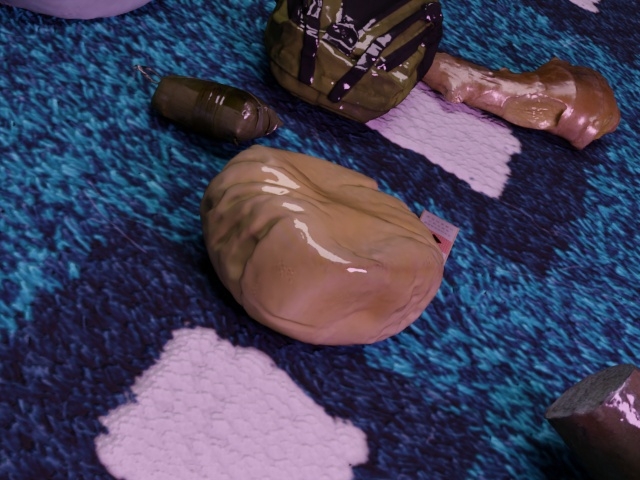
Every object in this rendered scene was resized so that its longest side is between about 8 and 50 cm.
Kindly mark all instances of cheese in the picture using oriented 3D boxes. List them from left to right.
[{"bbox_3d":[0.000,0.000,1.252,0.226,0.117,0.214,2,39,-40],"label":"cheese"}]

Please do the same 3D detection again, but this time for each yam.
[{"bbox_3d":[0.321,0.226,1.189,0.259,0.106,0.106,50,35,-6],"label":"yam"}]

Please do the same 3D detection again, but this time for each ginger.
[{"bbox_3d":[0.260,-0.198,1.702,0.294,0.086,0.131,14,59,-12],"label":"ginger"}]

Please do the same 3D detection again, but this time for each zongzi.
[{"bbox_3d":[-0.126,-0.147,1.416,0.154,0.062,0.130,19,12,14],"label":"zongzi"}]

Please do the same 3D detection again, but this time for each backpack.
[{"bbox_3d":[0.037,-0.246,1.555,0.207,0.140,0.253,26,36,-1],"label":"backpack"}]

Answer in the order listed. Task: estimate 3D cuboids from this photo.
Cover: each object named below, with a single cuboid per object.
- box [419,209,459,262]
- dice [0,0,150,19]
[{"bbox_3d":[0.120,0.000,1.411,0.046,0.012,0.083,30,35,1],"label":"box"},{"bbox_3d":[-0.279,-0.424,1.456,0.268,0.262,0.264,-18,56,-47],"label":"dice"}]
